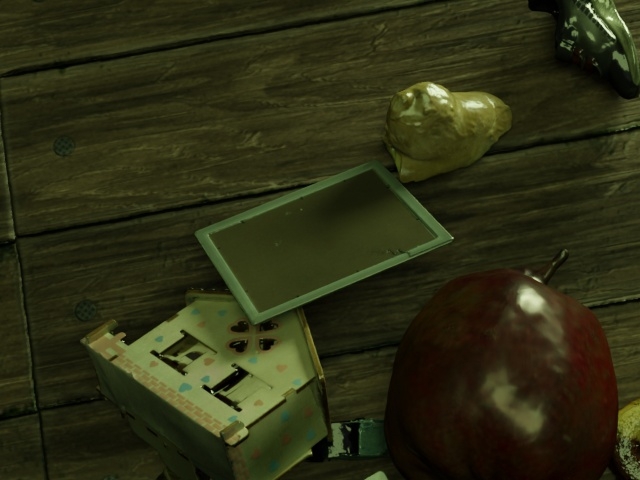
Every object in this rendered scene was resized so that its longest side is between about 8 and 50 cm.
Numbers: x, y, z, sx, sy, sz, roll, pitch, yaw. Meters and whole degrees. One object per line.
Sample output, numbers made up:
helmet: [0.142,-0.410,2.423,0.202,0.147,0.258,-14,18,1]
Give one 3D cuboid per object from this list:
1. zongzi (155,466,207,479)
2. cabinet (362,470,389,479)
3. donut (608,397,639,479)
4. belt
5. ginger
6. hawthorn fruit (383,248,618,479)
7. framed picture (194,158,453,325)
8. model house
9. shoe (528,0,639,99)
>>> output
zongzi: [-0.145,0.348,1.569,0.160,0.078,0.176,39,73,3]
cabinet: [0.051,0.396,1.482,0.145,0.206,0.150,-29,79,-6]
donut: [0.454,0.282,1.578,0.140,0.059,0.140,-1,79,4]
belt: [0.029,0.269,1.565,0.140,0.105,0.058,0,77,-9]
ginger: [0.183,-0.182,1.662,0.193,0.122,0.115,-22,58,-9]
hawthorn fruit: [0.225,0.187,1.488,0.308,0.308,0.325,-12,68,-2]
framed picture: [0.000,0.000,1.588,0.296,0.019,0.232,-22,40,-13]
model house: [-0.118,0.184,1.528,0.326,0.169,0.244,26,51,38]
shoe: [0.385,-0.297,1.696,0.112,0.099,0.227,-20,74,4]
